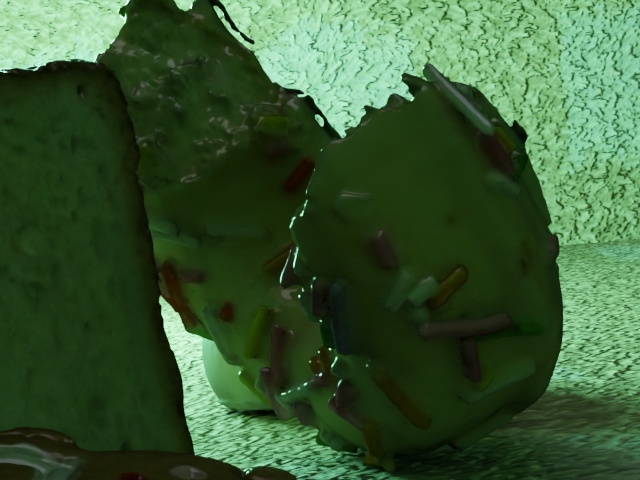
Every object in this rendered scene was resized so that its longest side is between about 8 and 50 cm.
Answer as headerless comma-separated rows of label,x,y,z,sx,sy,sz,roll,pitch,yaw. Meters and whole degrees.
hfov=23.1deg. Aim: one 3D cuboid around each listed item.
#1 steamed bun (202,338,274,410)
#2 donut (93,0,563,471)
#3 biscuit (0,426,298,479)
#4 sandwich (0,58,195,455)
steamed bun,0.018,0.062,1.239,0.228,0.130,0.177,-6,2,13
donut,-0.002,0.003,0.995,0.150,0.307,0.371,-41,39,-20
biscuit,-0.120,0.130,0.718,0.249,0.035,0.184,6,16,0
sandwich,-0.240,0.038,0.872,0.325,0.262,0.131,-11,-1,-45
